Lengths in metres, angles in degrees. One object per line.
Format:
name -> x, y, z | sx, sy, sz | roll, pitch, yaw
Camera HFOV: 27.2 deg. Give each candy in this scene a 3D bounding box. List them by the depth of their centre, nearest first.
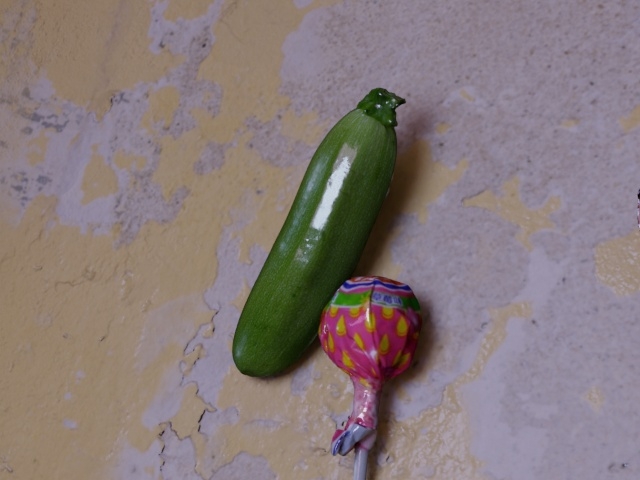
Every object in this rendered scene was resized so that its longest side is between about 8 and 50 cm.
candy -> 0.049, 0.223, 1.538 | 0.124, 0.124, 0.365 | 3, 82, 29

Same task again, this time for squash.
squash -> 0.000, 0.000, 1.601 | 0.107, 0.107, 0.395 | 32, 100, 33

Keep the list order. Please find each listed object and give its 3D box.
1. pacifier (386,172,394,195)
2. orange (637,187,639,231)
pacifier -> 0.050, -0.072, 1.657 | 0.083, 0.064, 0.068 | -33, 32, 14
orange -> 0.483, -0.027, 1.306 | 0.310, 0.274, 0.274 | -6, 63, -11
